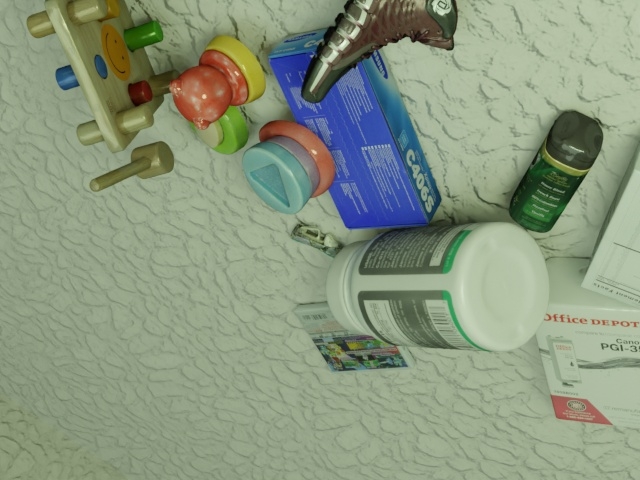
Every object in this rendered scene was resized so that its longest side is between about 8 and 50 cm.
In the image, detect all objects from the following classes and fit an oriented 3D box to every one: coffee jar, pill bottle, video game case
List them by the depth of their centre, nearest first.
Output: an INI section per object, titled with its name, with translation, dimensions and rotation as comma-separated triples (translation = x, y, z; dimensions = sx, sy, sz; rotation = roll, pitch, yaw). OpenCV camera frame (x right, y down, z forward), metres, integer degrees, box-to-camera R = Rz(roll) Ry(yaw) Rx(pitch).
[coffee jar]
translation = 0.354, -0.102, 1.486
dimensions = 0.079, 0.096, 0.184
rotation = 25, 139, 5
[pill bottle]
translation = 0.180, 0.077, 1.641
dimensions = 0.361, 0.204, 0.204
rotation = -3, 129, 54
[video game case]
translation = 0.069, 0.194, 2.002
dimensions = 0.201, 0.023, 0.183
rotation = -9, 124, 36

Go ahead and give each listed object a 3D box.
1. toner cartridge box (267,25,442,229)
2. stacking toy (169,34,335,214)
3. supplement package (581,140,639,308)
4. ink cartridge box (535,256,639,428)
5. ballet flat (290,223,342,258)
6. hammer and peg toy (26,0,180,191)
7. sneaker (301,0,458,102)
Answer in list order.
[toner cartridge box]
translation = 0.061, -0.177, 1.610
dimensions = 0.165, 0.075, 0.347
rotation = -3, 127, 32
[stacking toy]
translation = -0.145, -0.153, 1.657
dimensions = 0.309, 0.130, 0.279
rotation = 49, 151, -5
[supplement package]
translation = 0.491, -0.029, 1.442
dimensions = 0.139, 0.134, 0.244
rotation = 22, 137, 11
[ink cartridge box]
translation = 0.479, 0.175, 1.657
dimensions = 0.207, 0.117, 0.283
rotation = 2, 130, 31
[ballet flat]
translation = 0.000, 0.000, 1.849
dimensions = 0.114, 0.041, 0.041
rotation = 24, 138, 8
[hammer and peg toy]
translation = -0.320, -0.249, 1.609
dimensions = 0.127, 0.266, 0.361
rotation = -14, 114, 15
[sneaker]
translation = 0.101, -0.285, 1.403
dimensions = 0.163, 0.106, 0.281
rotation = 31, 109, -12
